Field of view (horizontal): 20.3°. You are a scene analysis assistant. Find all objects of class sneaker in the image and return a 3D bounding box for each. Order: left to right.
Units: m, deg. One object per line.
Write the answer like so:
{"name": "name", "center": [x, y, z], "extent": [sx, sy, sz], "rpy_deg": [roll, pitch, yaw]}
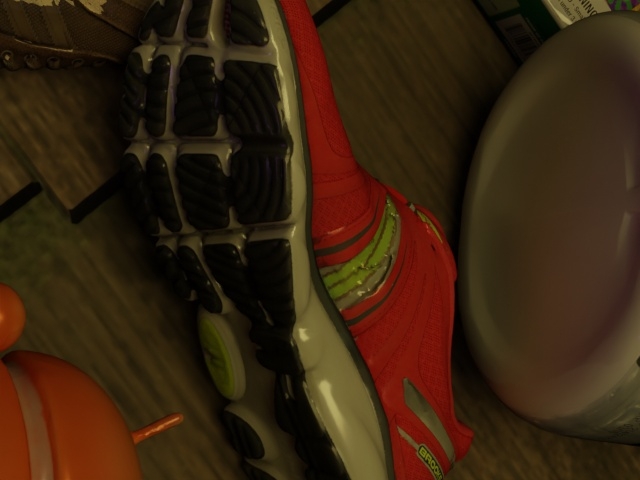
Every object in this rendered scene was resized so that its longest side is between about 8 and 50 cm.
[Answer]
{"name": "sneaker", "center": [-0.134, -0.098, 0.750], "extent": [0.188, 0.066, 0.071], "rpy_deg": [21, 97, -22]}
{"name": "sneaker", "center": [0.000, 0.000, 0.775], "extent": [0.118, 0.107, 0.279], "rpy_deg": [-34, 122, -35]}

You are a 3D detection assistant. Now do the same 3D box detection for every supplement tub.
{"name": "supplement tub", "center": [0.240, 0.013, 0.851], "extent": [0.316, 0.193, 0.193], "rpy_deg": [11, 81, -27]}

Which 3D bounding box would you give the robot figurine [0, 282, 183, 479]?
{"name": "robot figurine", "center": [-0.161, 0.100, 0.673], "extent": [0.219, 0.128, 0.158], "rpy_deg": [3, 72, -27]}

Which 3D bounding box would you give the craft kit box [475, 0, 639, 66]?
{"name": "craft kit box", "center": [0.124, -0.253, 0.892], "extent": [0.246, 0.061, 0.250], "rpy_deg": [-45, 106, -25]}
